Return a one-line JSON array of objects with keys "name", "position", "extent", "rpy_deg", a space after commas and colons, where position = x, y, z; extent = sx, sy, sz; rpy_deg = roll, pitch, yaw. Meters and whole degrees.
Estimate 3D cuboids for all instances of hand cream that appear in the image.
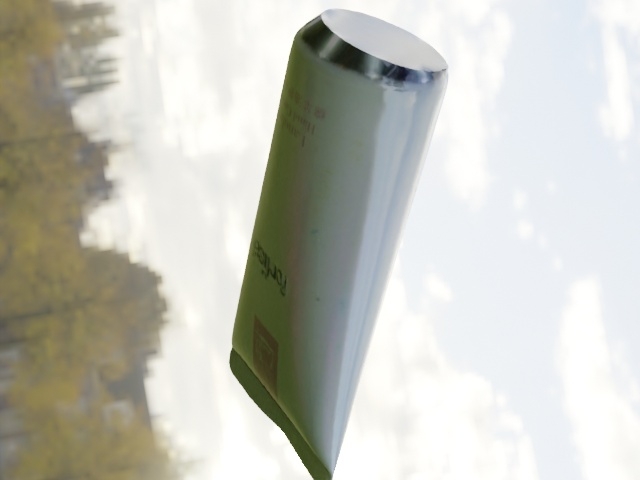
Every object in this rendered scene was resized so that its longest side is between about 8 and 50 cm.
[{"name": "hand cream", "position": [0.000, 0.000, 1.437], "extent": [0.185, 0.118, 0.358], "rpy_deg": [45, -50, 45]}]
